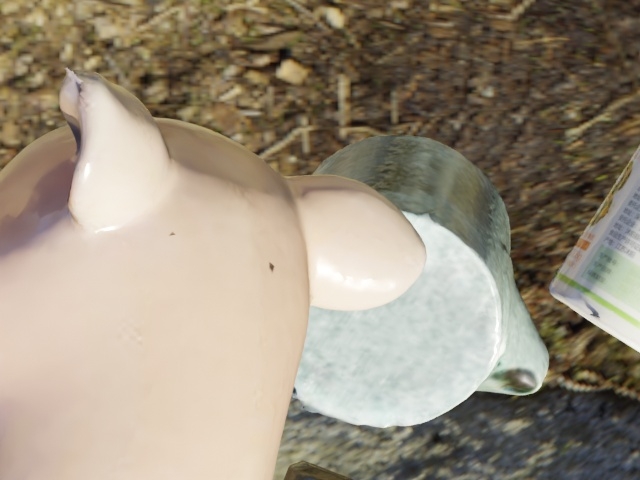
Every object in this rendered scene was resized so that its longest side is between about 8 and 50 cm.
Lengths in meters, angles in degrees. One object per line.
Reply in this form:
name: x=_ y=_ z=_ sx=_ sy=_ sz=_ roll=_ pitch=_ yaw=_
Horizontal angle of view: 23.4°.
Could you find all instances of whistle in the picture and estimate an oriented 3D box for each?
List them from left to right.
whistle: x=-0.016 y=0.024 z=1.236 sx=0.404 sy=0.168 sz=0.188 roll=4 pitch=114 yaw=8

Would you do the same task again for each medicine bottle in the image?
medicine bottle: x=0.202 y=-0.027 z=0.808 sx=0.086 sy=0.086 sz=0.183 roll=33 pitch=92 yaw=20

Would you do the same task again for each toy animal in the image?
toy animal: x=-0.104 y=0.075 z=0.636 sx=0.213 sy=0.195 sz=0.256 roll=7 pitch=84 yaw=42

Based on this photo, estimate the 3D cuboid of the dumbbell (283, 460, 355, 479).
dumbbell: x=0.003 y=0.429 z=1.735 sx=0.203 sy=0.204 sz=0.322 roll=17 pitch=82 yaw=24
